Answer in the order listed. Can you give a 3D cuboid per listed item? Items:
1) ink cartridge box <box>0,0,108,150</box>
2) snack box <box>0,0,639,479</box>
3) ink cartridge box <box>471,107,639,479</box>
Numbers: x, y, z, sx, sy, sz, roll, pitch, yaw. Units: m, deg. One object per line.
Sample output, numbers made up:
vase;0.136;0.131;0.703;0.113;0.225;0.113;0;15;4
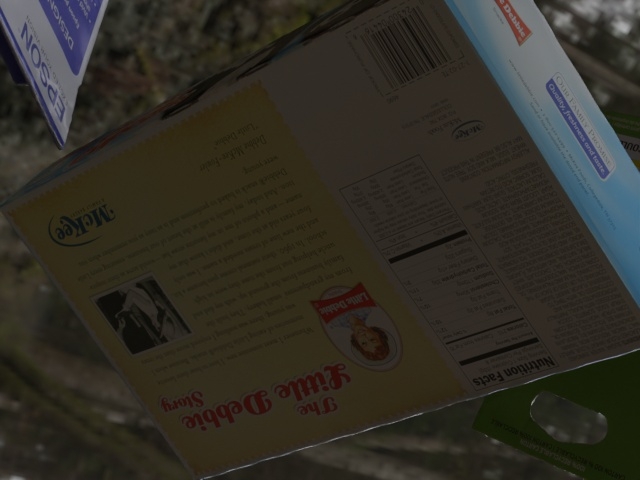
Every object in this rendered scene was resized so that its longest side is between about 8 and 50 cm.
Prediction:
ink cartridge box;-0.215;-0.260;1.121;0.072;0.303;0.307;-8;-140;16
snack box;0.000;0.000;0.853;0.322;0.187;0.060;-22;-164;43
ink cartridge box;0.191;0.037;1.306;0.189;0.097;0.255;19;-94;50
